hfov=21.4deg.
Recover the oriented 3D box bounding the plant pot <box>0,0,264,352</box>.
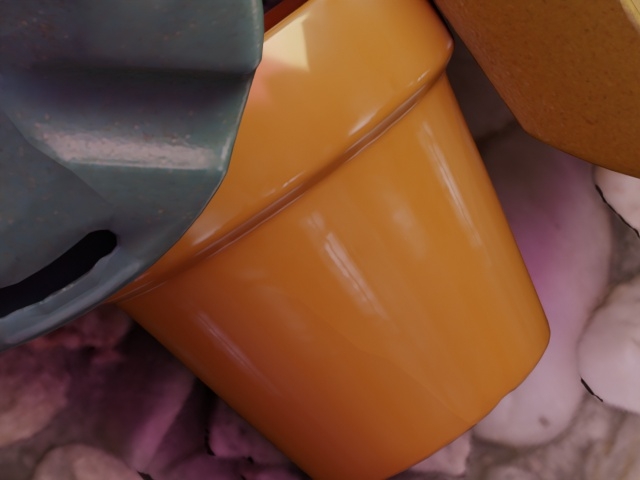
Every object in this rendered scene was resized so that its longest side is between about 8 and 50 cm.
[{"bbox_3d":[-0.177,-0.150,0.611,0.341,0.341,0.334,-2,43,-16],"label":"plant pot"}]

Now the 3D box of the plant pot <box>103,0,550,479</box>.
[{"bbox_3d":[0.000,0.000,0.759,0.205,0.205,0.188,-40,100,-24],"label":"plant pot"}]

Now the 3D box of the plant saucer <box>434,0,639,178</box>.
[{"bbox_3d":[0.067,-0.205,0.782,0.332,0.081,0.333,52,22,-25],"label":"plant saucer"}]
